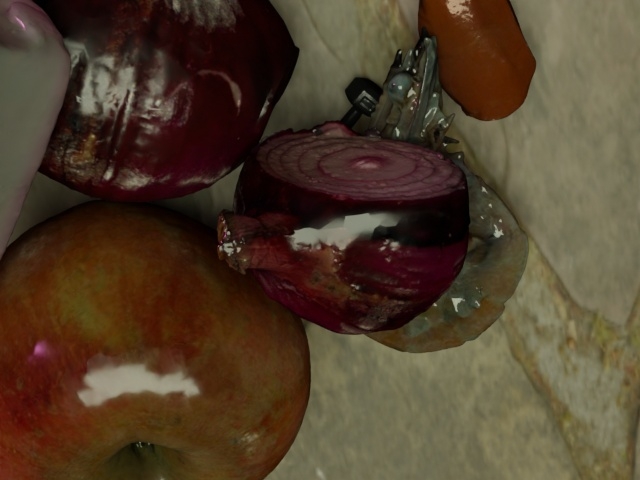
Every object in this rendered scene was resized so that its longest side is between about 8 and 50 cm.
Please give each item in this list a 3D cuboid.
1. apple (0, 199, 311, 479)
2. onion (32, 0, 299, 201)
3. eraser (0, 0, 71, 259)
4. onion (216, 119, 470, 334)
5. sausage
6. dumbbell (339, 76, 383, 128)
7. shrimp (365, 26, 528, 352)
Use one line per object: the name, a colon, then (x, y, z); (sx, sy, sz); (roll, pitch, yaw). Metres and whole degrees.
apple: (-0.162, 0.096, 1.238); (0.302, 0.301, 0.301); (1, 110, 2)
onion: (-0.137, -0.126, 1.174); (0.206, 0.207, 0.216); (22, 116, -2)
eraser: (-0.364, -0.131, 1.120); (0.359, 0.122, 0.272); (39, 115, 28)
onion: (0.000, 0.000, 1.116); (0.195, 0.218, 0.139); (29, 123, 31)
sausage: (0.119, -0.183, 1.200); (0.089, 0.089, 0.179); (-21, 114, 10)
dumbbell: (0.022, -0.099, 1.261); (0.036, 0.040, 0.083); (25, 113, -39)
shrimp: (0.099, -0.027, 1.247); (0.164, 0.062, 0.316); (5, 125, 0)
